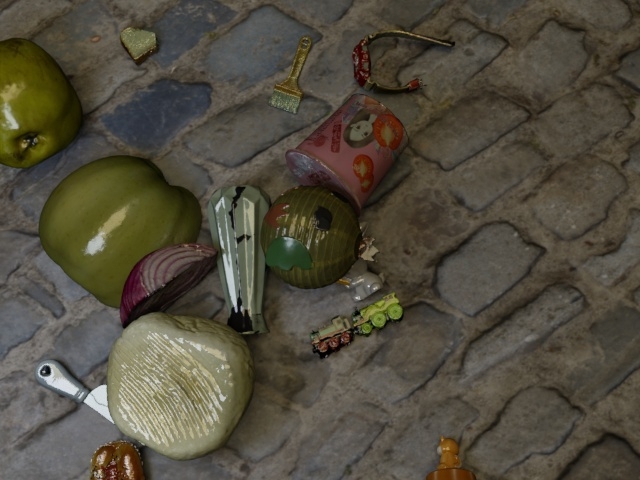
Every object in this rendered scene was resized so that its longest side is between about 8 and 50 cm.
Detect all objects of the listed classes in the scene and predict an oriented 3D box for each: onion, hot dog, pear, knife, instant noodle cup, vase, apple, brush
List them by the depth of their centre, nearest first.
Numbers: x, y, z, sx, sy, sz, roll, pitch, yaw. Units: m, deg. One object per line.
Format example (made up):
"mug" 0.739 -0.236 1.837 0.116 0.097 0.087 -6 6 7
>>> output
"hot dog" -0.482 0.610 1.836 0.144 0.075 0.268 -3 76 3
"onion" -0.388 0.094 1.840 0.111 0.247 0.250 50 49 4
"knife" -0.549 0.389 1.904 0.331 0.044 0.080 30 74 1
"vase" -0.190 0.050 1.905 0.165 0.165 0.360 -4 83 0
"instant noodle cup" 0.074 -0.214 1.919 0.243 0.243 0.231 39 75 8
"pear" -0.754 -0.361 1.939 0.287 0.287 0.375 -15 57 -2
"apple" -0.507 -0.045 1.958 0.360 0.320 0.311 -47 38 -6
"brush" -0.068 -0.447 2.068 0.082 0.010 0.218 18 80 5

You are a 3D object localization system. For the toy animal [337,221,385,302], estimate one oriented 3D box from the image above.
"toy animal" 0.085 0.055 1.940 0.127 0.131 0.182 -27 86 -37

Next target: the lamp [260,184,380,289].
"lamp" 0.000 0.000 1.811 0.284 0.250 0.250 13 79 16

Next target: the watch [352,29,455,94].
"watch" 0.217 -0.466 2.035 0.268 0.102 0.165 6 86 -7

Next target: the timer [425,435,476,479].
"timer" 0.305 0.539 1.829 0.132 0.132 0.152 0 54 1

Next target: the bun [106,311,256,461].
"bun" -0.314 0.326 1.805 0.352 0.227 0.349 -40 81 11

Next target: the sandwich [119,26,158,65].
"sandwich" -0.487 -0.535 2.080 0.093 0.036 0.105 -38 79 -5

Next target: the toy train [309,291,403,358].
"toy train" 0.088 0.211 1.917 0.249 0.053 0.085 -26 71 -4
